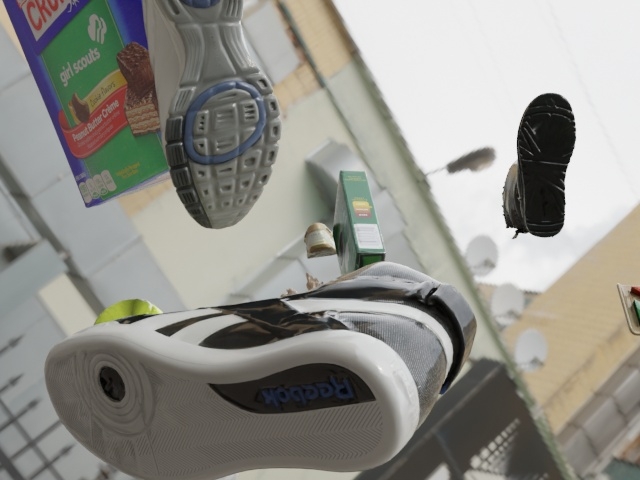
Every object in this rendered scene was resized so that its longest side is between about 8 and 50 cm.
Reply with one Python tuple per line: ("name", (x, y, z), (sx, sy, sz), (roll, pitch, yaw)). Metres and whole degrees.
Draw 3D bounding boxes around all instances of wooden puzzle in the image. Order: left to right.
("wooden puzzle", (0.315, 0.063, 0.886), (0.116, 0.078, 0.014), (-96, -173, -52))

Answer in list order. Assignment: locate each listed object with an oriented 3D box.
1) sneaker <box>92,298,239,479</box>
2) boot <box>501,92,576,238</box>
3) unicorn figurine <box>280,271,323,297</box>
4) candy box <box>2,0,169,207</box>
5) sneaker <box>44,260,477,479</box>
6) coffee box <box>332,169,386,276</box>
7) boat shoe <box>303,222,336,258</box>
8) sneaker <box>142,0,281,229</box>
("sneaker", (-0.118, 0.152, 0.834), (0.240, 0.091, 0.126), (50, -17, 47))
("boot", (0.175, -0.058, 0.789), (0.099, 0.045, 0.121), (-73, 163, -84))
("unicorn figurine", (-0.011, 0.132, 1.222), (0.111, 0.060, 0.162), (24, -60, 30))
("candy box", (-0.226, -0.226, 1.118), (0.268, 0.122, 0.317), (-17, -86, 48))
("sneaker", (-0.024, 0.060, 0.475), (0.216, 0.121, 0.079), (-4, -75, 35))
("coffee box", (0.049, 0.002, 1.255), (0.184, 0.040, 0.113), (-101, -168, -53))
("boat shoe", (0.000, 0.000, 1.440), (0.135, 0.050, 0.045), (111, -30, -82))
("sneaker", (-0.111, -0.159, 0.917), (0.129, 0.111, 0.297), (-175, -101, -71))
